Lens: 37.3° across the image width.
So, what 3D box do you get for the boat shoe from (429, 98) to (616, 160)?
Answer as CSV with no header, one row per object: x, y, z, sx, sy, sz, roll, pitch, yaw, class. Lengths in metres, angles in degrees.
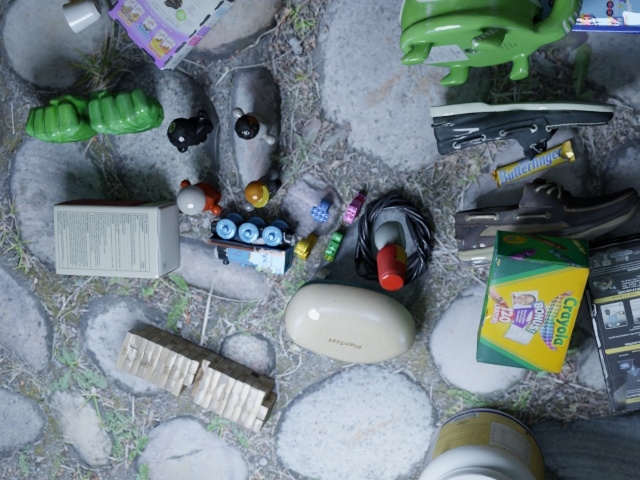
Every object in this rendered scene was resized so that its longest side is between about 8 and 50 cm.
0.372,-0.204,1.766,0.339,0.127,0.113,0,99,14,boat shoe

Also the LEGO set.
0.000,0.000,1.896,0.087,0.093,0.227,26,103,8,LEGO set

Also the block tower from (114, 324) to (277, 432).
-0.256,0.284,1.998,0.335,0.097,0.091,23,102,7,block tower

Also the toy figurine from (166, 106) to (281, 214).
-0.189,-0.157,1.887,0.209,0.148,0.213,-3,97,13,toy figurine

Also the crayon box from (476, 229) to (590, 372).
0.389,0.117,1.762,0.165,0.081,0.279,7,131,6,crayon box

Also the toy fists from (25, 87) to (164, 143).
-0.465,-0.255,1.938,0.279,0.142,0.096,-5,97,13,toy fists

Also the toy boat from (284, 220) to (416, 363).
0.087,0.107,1.841,0.267,0.148,0.318,18,133,-14,toy boat

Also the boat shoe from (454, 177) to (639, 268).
0.416,-0.049,1.777,0.355,0.132,0.130,-17,94,13,boat shoe

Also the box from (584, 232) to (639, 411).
0.702,0.124,1.756,0.394,0.097,0.318,-14,93,14,box

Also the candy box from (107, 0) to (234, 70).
-0.300,-0.469,1.907,0.196,0.070,0.165,-43,87,15,candy box

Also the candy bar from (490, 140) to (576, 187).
0.408,-0.144,1.823,0.161,0.018,0.040,-20,93,14,candy bar

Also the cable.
0.147,-0.001,1.887,0.150,0.047,0.185,12,100,11,cable

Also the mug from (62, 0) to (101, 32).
-0.492,-0.476,1.956,0.064,0.062,0.078,-21,100,7,mug

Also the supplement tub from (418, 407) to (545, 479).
0.301,0.473,1.775,0.240,0.331,0.241,2,99,12,supplement tub

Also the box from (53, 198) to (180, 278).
-0.421,-0.007,1.973,0.232,0.127,0.149,2,98,12,box

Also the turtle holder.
0.290,-0.422,1.680,0.320,0.243,0.228,-9,77,53,turtle holder

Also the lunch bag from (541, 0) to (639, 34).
0.502,-0.487,1.705,0.293,0.138,0.221,8,103,21,lunch bag

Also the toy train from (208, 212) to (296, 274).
-0.141,0.007,1.939,0.184,0.080,0.105,9,106,11,toy train
